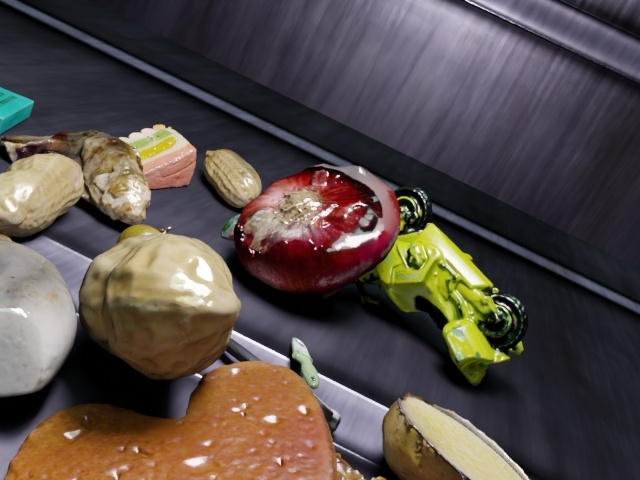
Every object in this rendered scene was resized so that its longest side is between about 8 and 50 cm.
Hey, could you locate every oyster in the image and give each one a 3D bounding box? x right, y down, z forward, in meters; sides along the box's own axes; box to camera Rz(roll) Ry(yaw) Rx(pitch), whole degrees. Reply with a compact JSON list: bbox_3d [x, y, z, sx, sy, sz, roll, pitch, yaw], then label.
[{"bbox_3d":[-0.389,-0.125,1.151,0.294,0.094,0.166,20,36,4],"label":"oyster"}]

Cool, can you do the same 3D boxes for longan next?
[{"bbox_3d":[-0.242,0.005,1.004,0.075,0.083,0.075,48,-12,13],"label":"longan"}]

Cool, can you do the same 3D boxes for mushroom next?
[{"bbox_3d":[-0.309,0.067,0.733,0.118,0.103,0.270,10,16,-23],"label":"mushroom"}]

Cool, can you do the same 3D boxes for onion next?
[{"bbox_3d":[0.000,0.000,1.181,0.272,0.195,0.272,-6,37,4],"label":"onion"}]

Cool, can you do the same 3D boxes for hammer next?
[{"bbox_3d":[-0.085,0.145,0.869,0.246,0.029,0.103,30,-14,32],"label":"hammer"}]

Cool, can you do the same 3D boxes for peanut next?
[{"bbox_3d":[-0.392,-0.065,0.981,0.098,0.090,0.214,35,16,-11],"label":"peanut"},{"bbox_3d":[-0.176,-0.128,1.445,0.093,0.083,0.194,12,22,-36],"label":"peanut"},{"bbox_3d":[-0.167,0.063,0.738,0.152,0.152,0.313,18,-4,-21],"label":"peanut"}]

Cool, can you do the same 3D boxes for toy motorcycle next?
[{"bbox_3d":[0.180,0.082,1.203,0.142,0.206,0.342,-3,48,-51],"label":"toy motorcycle"}]

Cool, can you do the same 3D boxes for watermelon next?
[{"bbox_3d":[-0.133,-0.018,1.282,0.061,0.085,0.085,68,23,-2],"label":"watermelon"}]

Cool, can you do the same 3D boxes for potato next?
[{"bbox_3d":[0.149,0.265,0.814,0.200,0.081,0.164,35,12,19],"label":"potato"}]

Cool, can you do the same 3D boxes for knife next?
[{"bbox_3d":[-0.022,0.153,0.918,0.030,0.014,0.207,29,2,-8],"label":"knife"}]

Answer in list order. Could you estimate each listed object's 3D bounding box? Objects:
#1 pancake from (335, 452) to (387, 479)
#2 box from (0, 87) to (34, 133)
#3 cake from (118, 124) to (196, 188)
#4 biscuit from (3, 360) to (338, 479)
[{"bbox_3d":[0.031,0.250,0.729,0.244,0.057,0.266,18,19,-25],"label":"pancake"},{"bbox_3d":[-0.641,-0.260,1.260,0.226,0.042,0.161,23,17,-10],"label":"box"},{"bbox_3d":[-0.325,-0.152,1.315,0.109,0.090,0.225,38,23,18],"label":"cake"},{"bbox_3d":[-0.125,0.189,0.627,0.277,0.052,0.262,0,19,-14],"label":"biscuit"}]
